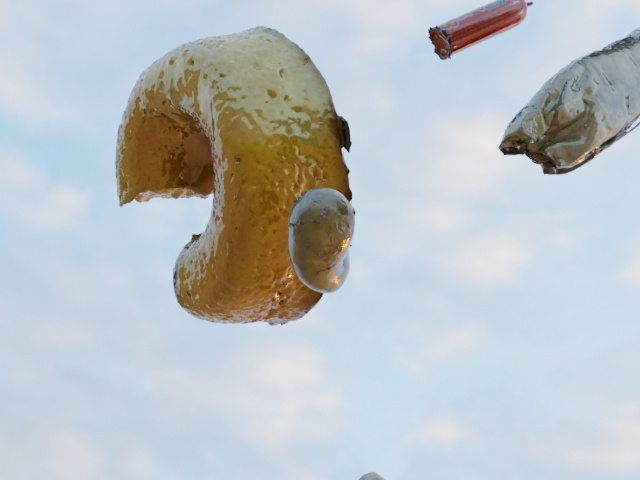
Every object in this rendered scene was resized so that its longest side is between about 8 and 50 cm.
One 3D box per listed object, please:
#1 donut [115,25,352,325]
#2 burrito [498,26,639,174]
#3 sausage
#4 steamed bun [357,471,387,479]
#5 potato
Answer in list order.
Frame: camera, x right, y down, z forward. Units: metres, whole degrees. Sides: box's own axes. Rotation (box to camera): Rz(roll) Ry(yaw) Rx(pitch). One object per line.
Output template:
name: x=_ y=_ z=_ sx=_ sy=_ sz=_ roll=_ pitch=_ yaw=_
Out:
donut: x=-0.137 y=-0.106 z=1.419 sx=0.163 sy=0.435 sz=0.377 roll=-7 pitch=-46 yaw=-33
burrito: x=0.200 y=-0.104 z=0.729 sx=0.063 sy=0.229 sz=0.058 roll=55 pitch=-44 yaw=3
sausage: x=0.201 y=-0.265 z=1.263 sx=0.145 sy=0.048 sz=0.050 roll=-26 pitch=-23 yaw=-20
steamed bun: x=0.081 y=0.420 z=1.352 sx=0.106 sy=0.177 sz=0.192 roll=3 pitch=-58 yaw=42
potato: x=0.000 y=0.000 z=1.116 sx=0.070 sy=0.091 sz=0.138 roll=5 pitch=-38 yaw=1
